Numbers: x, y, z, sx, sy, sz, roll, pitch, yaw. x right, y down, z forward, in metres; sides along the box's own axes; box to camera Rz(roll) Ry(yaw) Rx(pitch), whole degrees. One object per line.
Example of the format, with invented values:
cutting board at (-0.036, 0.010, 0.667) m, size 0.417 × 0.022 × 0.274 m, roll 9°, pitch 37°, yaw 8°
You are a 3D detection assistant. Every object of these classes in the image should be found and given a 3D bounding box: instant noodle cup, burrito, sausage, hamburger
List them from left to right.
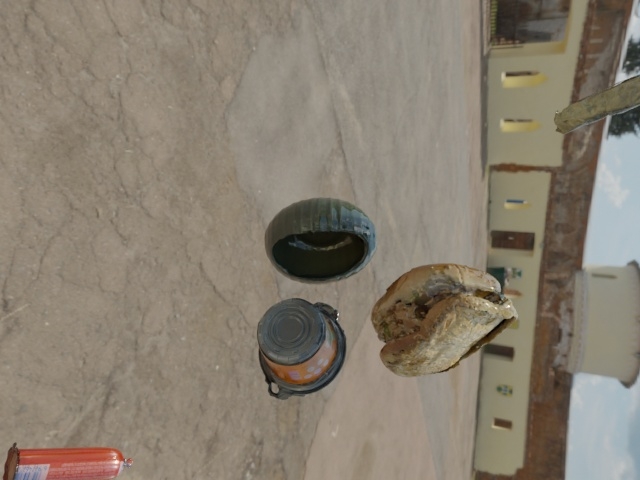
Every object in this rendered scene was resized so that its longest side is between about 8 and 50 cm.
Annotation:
sausage at (-0.305, 0.276, 0.596) m, size 0.146 × 0.050 × 0.048 m, roll 18°, pitch 108°, yaw -39°
instant noodle cup at (-0.046, 0.186, 0.906) m, size 0.125 × 0.178 × 0.208 m, roll 71°, pitch 31°, yaw -57°
hamburger at (0.213, 0.142, 0.858) m, size 0.286 × 0.243 × 0.146 m, roll 65°, pitch 8°, yaw -55°
burrito at (0.621, -0.297, 1.032) m, size 0.058 × 0.230 × 0.063 m, roll -21°, pitch 90°, yaw -63°

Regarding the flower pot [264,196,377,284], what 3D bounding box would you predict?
flower pot at (0.000, 0.000, 1.046) m, size 0.157 × 0.243 × 0.189 m, roll -93°, pitch 180°, yaw -64°
